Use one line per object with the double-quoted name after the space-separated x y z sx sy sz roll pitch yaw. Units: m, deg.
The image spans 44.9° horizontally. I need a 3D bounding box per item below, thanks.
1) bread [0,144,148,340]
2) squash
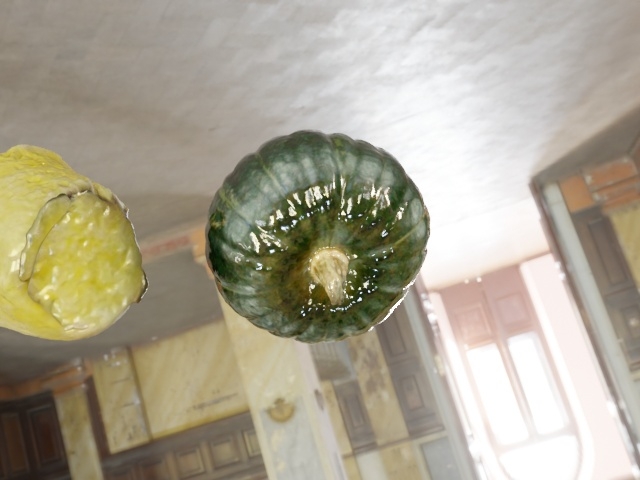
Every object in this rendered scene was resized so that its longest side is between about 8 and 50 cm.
-0.287 0.003 0.814 0.170 0.197 0.197 13 -172 37 "bread"
-0.002 -0.003 0.741 0.218 0.218 0.172 -16 -178 -5 "squash"
